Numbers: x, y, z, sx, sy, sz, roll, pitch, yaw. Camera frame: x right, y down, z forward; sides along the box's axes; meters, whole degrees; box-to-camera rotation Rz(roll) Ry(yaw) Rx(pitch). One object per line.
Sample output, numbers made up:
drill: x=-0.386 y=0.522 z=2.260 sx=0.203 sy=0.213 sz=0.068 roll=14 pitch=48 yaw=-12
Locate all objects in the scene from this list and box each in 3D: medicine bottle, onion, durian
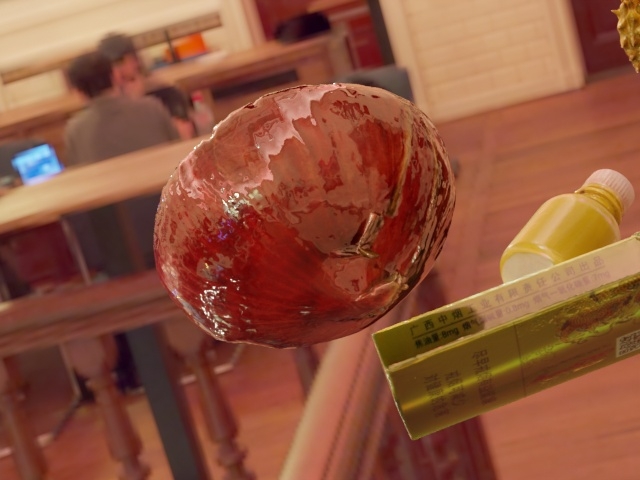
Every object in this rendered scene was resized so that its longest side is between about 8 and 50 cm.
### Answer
medicine bottle: x=0.333 y=-0.006 z=1.895 sx=0.122 sy=0.122 sz=0.212 roll=-2 pitch=35 yaw=45
onion: x=-0.007 y=-0.006 z=1.070 sx=0.248 sy=0.161 sz=0.248 roll=-9 pitch=-23 yaw=-4
durian: x=0.449 y=-0.262 z=1.768 sx=0.165 sy=0.132 sz=0.182 roll=-31 pitch=-19 yaw=17

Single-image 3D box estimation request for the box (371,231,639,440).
box: x=0.206 y=0.075 z=1.261 sx=0.311 sy=0.043 sz=0.173 roll=-21 pitch=-29 yaw=1
